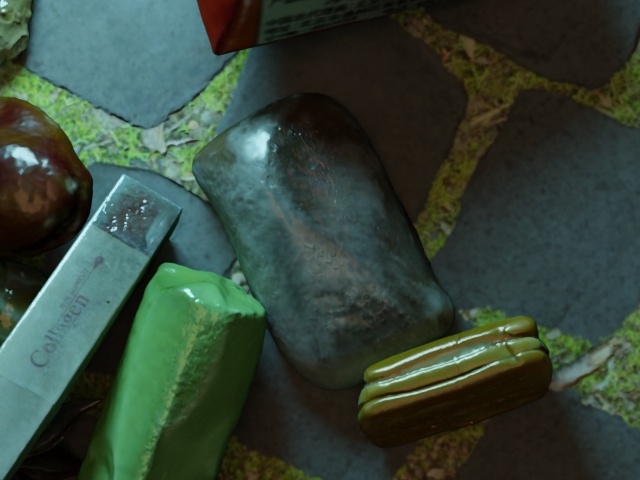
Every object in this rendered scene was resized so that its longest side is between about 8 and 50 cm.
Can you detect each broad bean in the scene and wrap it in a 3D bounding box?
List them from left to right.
[{"bbox_3d":[-0.332,-0.071,1.430,0.228,0.122,0.156,35,97,24],"label":"broad bean"}]

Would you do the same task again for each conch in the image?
[{"bbox_3d":[-0.324,0.087,1.453,0.116,0.106,0.172,10,105,20],"label":"conch"}]

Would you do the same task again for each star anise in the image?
[{"bbox_3d":[-0.313,0.214,1.442,0.181,0.061,0.204,-8,124,-20],"label":"star anise"}]

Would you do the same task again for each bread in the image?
[{"bbox_3d":[0.130,0.141,1.393,0.200,0.116,0.077,-19,70,4],"label":"bread"}]

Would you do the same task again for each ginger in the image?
[{"bbox_3d":[-0.338,-0.263,1.489,0.070,0.051,0.173,9,85,1],"label":"ginger"}]

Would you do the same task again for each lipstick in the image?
[{"bbox_3d":[-0.260,0.103,1.359,0.076,0.080,0.371,31,60,-3],"label":"lipstick"}]

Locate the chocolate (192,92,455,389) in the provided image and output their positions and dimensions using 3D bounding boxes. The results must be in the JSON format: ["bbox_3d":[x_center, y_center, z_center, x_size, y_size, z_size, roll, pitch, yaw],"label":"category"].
[{"bbox_3d":[0.000,0.000,1.420,0.185,0.100,0.303,-28,89,2],"label":"chocolate"}]

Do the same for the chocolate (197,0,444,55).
[{"bbox_3d":[0.026,-0.393,1.356,0.360,0.161,0.341,-15,87,-8],"label":"chocolate"}]

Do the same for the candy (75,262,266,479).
[{"bbox_3d":[-0.166,0.192,1.407,0.142,0.132,0.343,21,94,23],"label":"candy"}]
